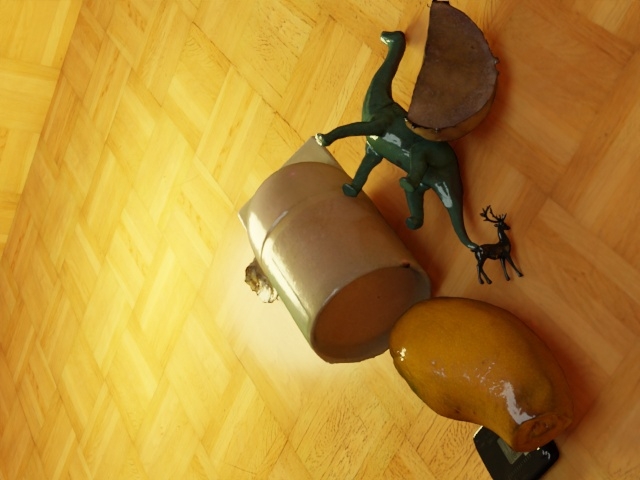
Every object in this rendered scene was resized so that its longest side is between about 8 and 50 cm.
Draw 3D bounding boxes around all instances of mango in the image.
[{"bbox_3d":[0.237,0.187,1.371,0.359,0.144,0.186,18,84,51],"label":"mango"}]

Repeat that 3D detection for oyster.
[{"bbox_3d":[-0.096,0.049,1.908,0.105,0.056,0.177,37,116,36],"label":"oyster"}]

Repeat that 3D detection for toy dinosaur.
[{"bbox_3d":[0.187,-0.192,1.564,0.384,0.331,0.129,33,151,14],"label":"toy dinosaur"}]

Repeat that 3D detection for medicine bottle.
[{"bbox_3d":[0.000,0.000,1.637,0.235,0.236,0.406,-60,43,28],"label":"medicine bottle"}]

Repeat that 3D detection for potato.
[{"bbox_3d":[0.224,-0.265,1.494,0.138,0.098,0.243,10,73,12],"label":"potato"}]

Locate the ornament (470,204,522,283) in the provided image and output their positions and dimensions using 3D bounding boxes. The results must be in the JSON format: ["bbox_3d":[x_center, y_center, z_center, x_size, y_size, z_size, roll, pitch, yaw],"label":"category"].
[{"bbox_3d":[0.269,0.005,1.425,0.028,0.074,0.125,120,142,-75],"label":"ornament"}]

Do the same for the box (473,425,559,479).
[{"bbox_3d":[0.292,0.315,1.383,0.125,0.027,0.126,-58,44,30],"label":"box"}]
